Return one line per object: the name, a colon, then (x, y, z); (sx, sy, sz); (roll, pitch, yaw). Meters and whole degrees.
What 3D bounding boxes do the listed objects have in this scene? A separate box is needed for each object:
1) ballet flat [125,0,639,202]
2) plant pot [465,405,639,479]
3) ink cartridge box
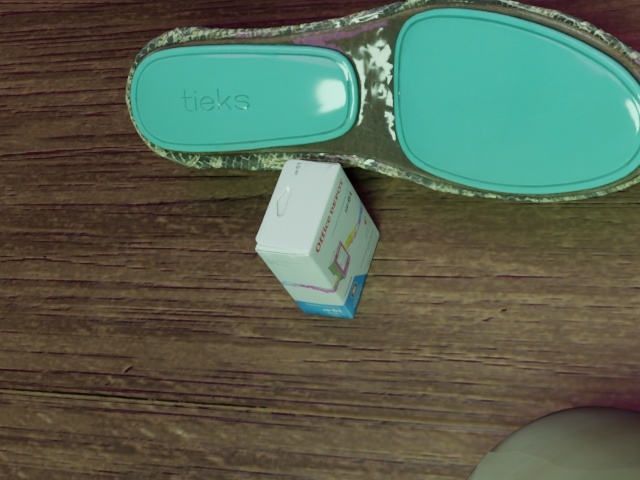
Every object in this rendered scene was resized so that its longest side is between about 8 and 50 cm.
ballet flat: (0.068, -0.129, 1.002); (0.482, 0.182, 0.164); (4, 103, 24)
plant pot: (0.207, 0.232, 0.648); (0.323, 0.323, 0.280); (-40, 21, -4)
ink cartridge box: (0.000, 0.000, 0.978); (0.052, 0.122, 0.089); (7, 65, 26)
